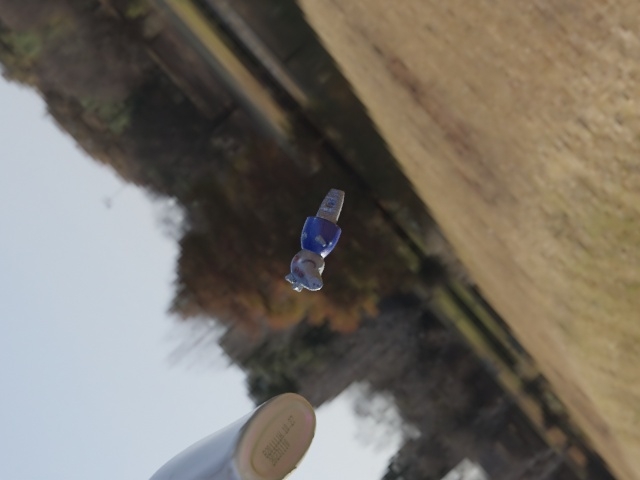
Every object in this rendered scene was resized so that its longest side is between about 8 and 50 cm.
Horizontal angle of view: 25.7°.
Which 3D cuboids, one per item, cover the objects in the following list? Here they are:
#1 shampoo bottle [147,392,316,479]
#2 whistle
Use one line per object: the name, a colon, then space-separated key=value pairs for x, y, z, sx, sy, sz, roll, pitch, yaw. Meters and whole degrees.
shampoo bottle: x=-0.094 y=0.187 z=1.074 sx=0.051 sy=0.221 sz=0.108 roll=49 pitch=-137 yaw=-8
whistle: x=0.000 y=0.000 z=1.055 sx=0.033 sy=0.083 sz=0.029 roll=13 pitch=166 yaw=33
